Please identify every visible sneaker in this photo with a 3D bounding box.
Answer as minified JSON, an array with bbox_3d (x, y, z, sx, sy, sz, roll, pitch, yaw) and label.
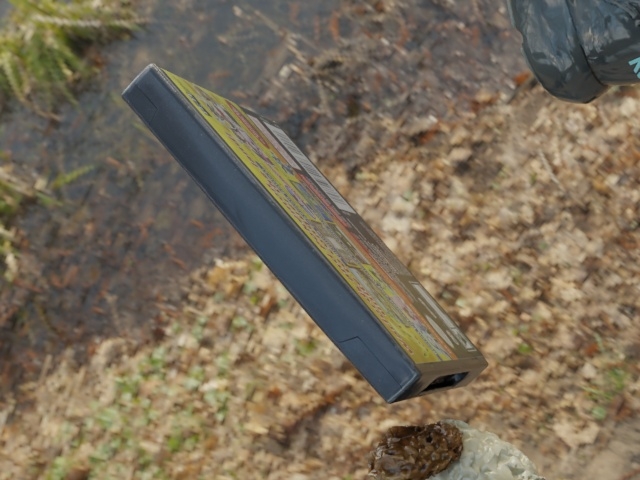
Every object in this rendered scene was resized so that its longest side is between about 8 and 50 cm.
[{"bbox_3d":[0.132,-0.203,0.588,0.106,0.101,0.267,-9,101,33],"label":"sneaker"}]

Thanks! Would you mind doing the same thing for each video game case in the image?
[{"bbox_3d":[0.000,0.000,0.910,0.035,0.248,0.275,-44,75,10],"label":"video game case"}]

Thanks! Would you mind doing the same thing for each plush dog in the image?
[{"bbox_3d":[0.136,0.219,0.900,0.210,0.262,0.225,-37,53,-12],"label":"plush dog"}]
